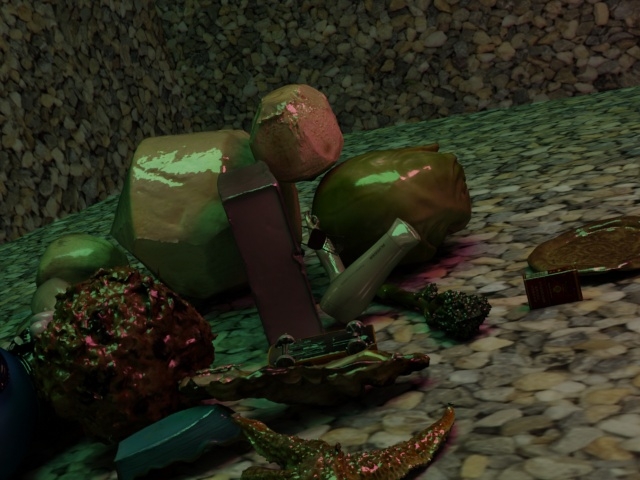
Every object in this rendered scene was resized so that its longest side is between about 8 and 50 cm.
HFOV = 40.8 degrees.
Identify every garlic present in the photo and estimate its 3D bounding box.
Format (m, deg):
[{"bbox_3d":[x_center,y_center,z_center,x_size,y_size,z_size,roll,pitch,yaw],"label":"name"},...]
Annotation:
[{"bbox_3d":[-0.474,0.181,1.700,0.237,0.210,0.292,18,9,-5],"label":"garlic"}]

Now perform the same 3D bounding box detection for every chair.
[{"bbox_3d":[-0.001,0.000,1.492,0.086,0.037,0.042,16,0,45],"label":"chair"}]

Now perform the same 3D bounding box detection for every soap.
[{"bbox_3d":[-0.088,0.022,1.507,0.107,0.296,0.285,-17,13,-4],"label":"soap"}]

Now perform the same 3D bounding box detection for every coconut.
[{"bbox_3d":[-0.047,-0.194,1.654,0.194,0.194,0.194,-15,15,4],"label":"coconut"},{"bbox_3d":[-0.252,-0.046,1.829,0.415,0.415,0.345,-12,40,15],"label":"coconut"},{"bbox_3d":[-0.560,0.079,1.991,0.224,0.224,0.224,-15,15,4],"label":"coconut"}]

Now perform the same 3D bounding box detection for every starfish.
[{"bbox_3d":[-0.016,0.260,0.976,0.293,0.084,0.301,-8,21,23],"label":"starfish"}]

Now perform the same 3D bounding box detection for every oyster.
[{"bbox_3d":[-0.020,0.190,1.176,0.345,0.078,0.129,-4,-11,-4],"label":"oyster"}]

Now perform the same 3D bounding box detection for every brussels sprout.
[{"bbox_3d":[0.129,-0.059,1.676,0.328,0.247,0.328,-4,8,1],"label":"brussels sprout"}]

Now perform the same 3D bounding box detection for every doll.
[{"bbox_3d":[-0.498,0.244,1.267,0.310,0.240,0.284,-13,-33,-48],"label":"doll"}]

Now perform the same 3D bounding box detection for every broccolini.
[{"bbox_3d":[0.139,0.090,1.446,0.079,0.074,0.392,-23,16,-26],"label":"broccolini"}]

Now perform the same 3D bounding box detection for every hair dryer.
[{"bbox_3d":[0.044,0.004,1.516,0.206,0.075,0.237,-50,50,12],"label":"hair dryer"}]

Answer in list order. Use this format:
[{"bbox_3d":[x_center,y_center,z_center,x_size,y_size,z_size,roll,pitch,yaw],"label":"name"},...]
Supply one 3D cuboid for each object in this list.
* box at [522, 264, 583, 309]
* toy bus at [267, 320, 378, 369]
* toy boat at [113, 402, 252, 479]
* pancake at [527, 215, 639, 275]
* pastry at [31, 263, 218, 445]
[{"bbox_3d":[0.357,0.072,1.324,0.082,0.051,0.023,-13,16,14],"label":"box"},{"bbox_3d":[0.006,0.175,1.276,0.162,0.074,0.069,-13,22,5],"label":"toy bus"},{"bbox_3d":[-0.181,0.276,1.141,0.185,0.077,0.075,-26,16,-1],"label":"toy boat"},{"bbox_3d":[0.473,0.013,1.458,0.250,0.031,0.250,-16,15,4],"label":"pancake"},{"bbox_3d":[-0.292,0.171,1.261,0.275,0.275,0.193,-28,15,-38],"label":"pastry"}]
